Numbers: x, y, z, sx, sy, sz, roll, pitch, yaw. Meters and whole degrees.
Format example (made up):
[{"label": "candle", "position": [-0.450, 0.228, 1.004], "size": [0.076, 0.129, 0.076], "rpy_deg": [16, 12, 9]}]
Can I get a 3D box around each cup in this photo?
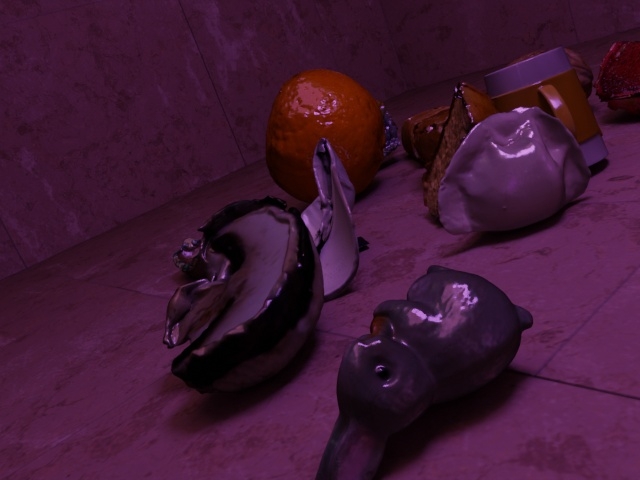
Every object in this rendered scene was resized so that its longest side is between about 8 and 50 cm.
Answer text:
[{"label": "cup", "position": [0.404, -0.219, 1.084], "size": [0.185, 0.226, 0.241], "rpy_deg": [-20, 8, 6]}]

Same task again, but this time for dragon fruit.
[{"label": "dragon fruit", "position": [0.712, -0.342, 1.277], "size": [0.189, 0.163, 0.262], "rpy_deg": [5, 14, -14]}]

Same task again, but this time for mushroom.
[{"label": "mushroom", "position": [-0.104, 0.078, 0.851], "size": [0.247, 0.130, 0.344], "rpy_deg": [-32, 30, 7]}]

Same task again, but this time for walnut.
[{"label": "walnut", "position": [0.565, -0.387, 1.530], "size": [0.245, 0.198, 0.198], "rpy_deg": [-6, 21, 36]}]

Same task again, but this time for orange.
[{"label": "orange", "position": [0.018, -0.254, 1.523], "size": [0.293, 0.340, 0.340], "rpy_deg": [10, 21, 7]}]

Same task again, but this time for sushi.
[{"label": "sushi", "position": [0.130, -0.306, 1.780], "size": [0.274, 0.184, 0.139], "rpy_deg": [-32, 9, -14]}]

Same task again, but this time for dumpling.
[{"label": "dumpling", "position": [0.289, -0.107, 0.936], "size": [0.252, 0.179, 0.131], "rpy_deg": [-20, 16, -1]}]

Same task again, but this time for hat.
[{"label": "hat", "position": [-0.006, -0.005, 1.063], "size": [0.258, 0.168, 0.301], "rpy_deg": [-44, 41, 13]}]

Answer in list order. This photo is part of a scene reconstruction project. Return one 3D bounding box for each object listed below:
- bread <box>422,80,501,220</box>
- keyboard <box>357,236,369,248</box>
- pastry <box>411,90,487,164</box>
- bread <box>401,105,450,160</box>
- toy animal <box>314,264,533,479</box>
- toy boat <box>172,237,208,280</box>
[{"label": "bread", "position": [0.272, -0.144, 1.064], "size": [0.134, 0.260, 0.129], "rpy_deg": [1, 45, -6]}, {"label": "keyboard", "position": [-0.003, 0.039, 1.143], "size": [0.196, 0.015, 0.074], "rpy_deg": [-23, 19, -6]}, {"label": "pastry", "position": [0.361, -0.237, 1.326], "size": [0.311, 0.162, 0.255], "rpy_deg": [-22, 14, 4]}, {"label": "bread", "position": [0.308, -0.299, 1.686], "size": [0.152, 0.119, 0.288], "rpy_deg": [-21, 12, 3]}, {"label": "toy animal", "position": [0.078, 0.125, 0.561], "size": [0.251, 0.125, 0.127], "rpy_deg": [-38, -7, -31]}, {"label": "toy boat", "position": [-0.262, 0.038, 1.337], "size": [0.108, 0.099, 0.293], "rpy_deg": [-26, 9, -18]}]
